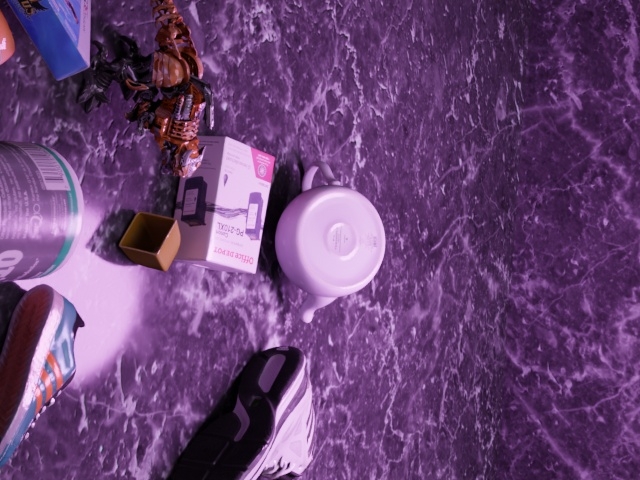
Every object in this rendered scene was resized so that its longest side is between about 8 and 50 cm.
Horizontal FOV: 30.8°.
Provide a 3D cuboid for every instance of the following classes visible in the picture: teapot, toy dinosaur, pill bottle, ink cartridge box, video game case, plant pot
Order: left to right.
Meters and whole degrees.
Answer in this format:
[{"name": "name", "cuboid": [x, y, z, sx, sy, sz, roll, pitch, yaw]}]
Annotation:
[{"name": "pill bottle", "cuboid": [-0.514, -0.038, 1.578, 0.361, 0.204, 0.204, -4, 98, -58]}, {"name": "video game case", "cuboid": [-0.420, -0.410, 1.693, 0.244, 0.061, 0.269, -103, 171, -49]}, {"name": "plant pot", "cuboid": [-0.296, 0.009, 2.067, 0.083, 0.081, 0.081, 72, 37, -53]}, {"name": "toy dinosaur", "cuboid": [-0.263, -0.273, 1.938, 0.164, 0.218, 0.322, 16, 81, -58]}, {"name": "ink cartridge box", "cuboid": [-0.188, -0.065, 2.207, 0.172, 0.100, 0.237, 18, 79, -58]}, {"name": "teapot", "cuboid": [0.000, 0.000, 2.459, 0.256, 0.187, 0.252, -47, 107, -23]}]

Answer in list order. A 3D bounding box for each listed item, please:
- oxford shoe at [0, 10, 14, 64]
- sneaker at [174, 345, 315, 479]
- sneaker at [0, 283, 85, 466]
[{"name": "oxford shoe", "cuboid": [-0.546, -0.356, 1.555, 0.133, 0.130, 0.364, -52, 135, -29]}, {"name": "sneaker", "cuboid": [-0.116, 0.449, 2.339, 0.447, 0.169, 0.257, -55, 136, -43]}, {"name": "sneaker", "cuboid": [-0.448, 0.226, 1.818, 0.121, 0.108, 0.302, 45, 55, -47]}]
